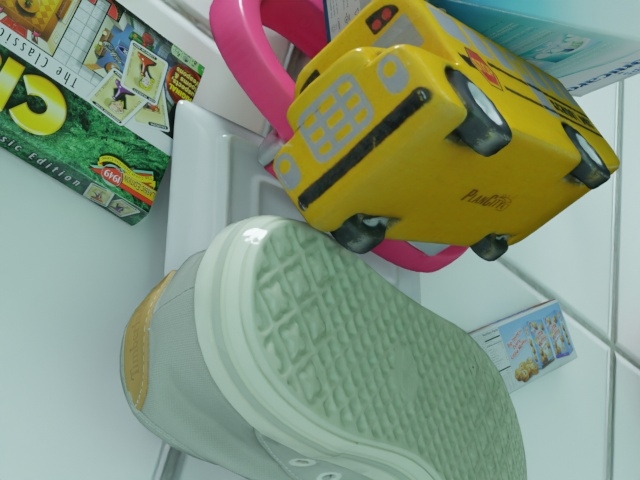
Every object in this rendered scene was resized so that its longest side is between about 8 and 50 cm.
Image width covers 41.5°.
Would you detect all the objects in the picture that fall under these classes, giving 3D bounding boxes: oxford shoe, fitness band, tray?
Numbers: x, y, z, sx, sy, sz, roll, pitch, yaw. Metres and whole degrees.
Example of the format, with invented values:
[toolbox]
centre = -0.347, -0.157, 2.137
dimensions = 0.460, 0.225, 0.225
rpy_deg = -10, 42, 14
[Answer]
[oxford shoe]
centre = 0.033, 0.127, 0.587
dimensions = 0.449, 0.130, 0.169
rpy_deg = 41, 43, -44
[fitness band]
centre = 0.028, -0.092, 0.670
dimensions = 0.291, 0.054, 0.209
rpy_deg = 37, 32, -29
[tray]
centre = 0.000, 0.000, 0.642
dimensions = 0.270, 0.030, 0.145
rpy_deg = 21, 61, -44

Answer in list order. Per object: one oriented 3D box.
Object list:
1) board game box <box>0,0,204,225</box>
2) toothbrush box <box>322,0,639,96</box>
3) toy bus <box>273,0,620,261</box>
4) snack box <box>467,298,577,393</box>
[board game box]
centre = -0.197, -0.130, 0.524
dimensions = 0.260, 0.030, 0.136
rpy_deg = 34, 56, -30
[toothbrush box]
centre = 0.147, -0.247, 0.675
dimensions = 0.296, 0.126, 0.216
rpy_deg = -2, 81, -34
[toy bus]
centre = 0.095, -0.069, 0.568
dimensions = 0.333, 0.108, 0.130
rpy_deg = 5, 51, -55
[snack box]
centre = 0.186, 0.105, 0.804
dimensions = 0.178, 0.022, 0.064
rpy_deg = -12, 82, -45
